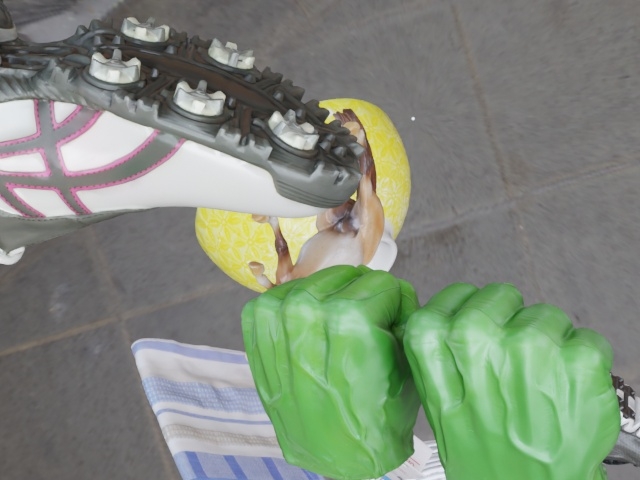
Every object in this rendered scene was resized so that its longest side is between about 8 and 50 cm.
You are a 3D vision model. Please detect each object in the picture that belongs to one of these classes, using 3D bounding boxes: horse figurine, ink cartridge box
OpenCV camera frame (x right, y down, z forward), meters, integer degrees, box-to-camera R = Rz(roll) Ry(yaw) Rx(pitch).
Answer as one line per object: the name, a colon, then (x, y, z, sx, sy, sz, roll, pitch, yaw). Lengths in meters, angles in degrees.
horse figurine: (0.000, 0.000, 1.119, 0.066, 0.174, 0.263, 14, 57, 30)
ink cartridge box: (0.057, 0.166, 0.951, 0.048, 0.083, 0.028, 38, 69, -8)

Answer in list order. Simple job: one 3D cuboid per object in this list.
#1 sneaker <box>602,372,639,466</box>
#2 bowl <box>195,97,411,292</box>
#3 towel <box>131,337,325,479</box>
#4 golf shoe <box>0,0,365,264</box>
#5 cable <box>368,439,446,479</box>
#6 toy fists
sneaker: (0.423, 0.272, 1.610, 0.234, 0.078, 0.106, 39, 128, -17)
bowl: (0.007, -0.017, 1.472, 0.289, 0.289, 0.156, -39, 60, 7)
towel: (-0.125, 0.231, 1.575, 0.209, 0.285, 0.034, 12, 118, -32)
golf shoe: (-0.116, -0.046, 0.556, 0.273, 0.105, 0.120, 15, 114, 3)
cable: (0.172, 0.411, 1.734, 0.257, 0.089, 0.257, -40, 116, 13)
toy fists: (0.066, 0.088, 0.788, 0.279, 0.096, 0.142, 7, 123, 39)
